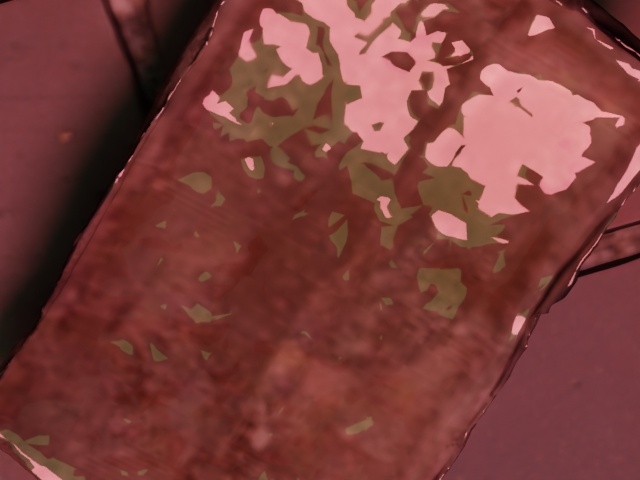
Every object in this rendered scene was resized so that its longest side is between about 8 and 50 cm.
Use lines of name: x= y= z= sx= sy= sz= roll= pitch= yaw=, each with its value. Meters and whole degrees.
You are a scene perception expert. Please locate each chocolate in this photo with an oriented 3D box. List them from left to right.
chocolate: x=0.000 y=0.000 z=0.823 sx=0.185 sy=0.100 sz=0.303 roll=29 pitch=110 yaw=-12
